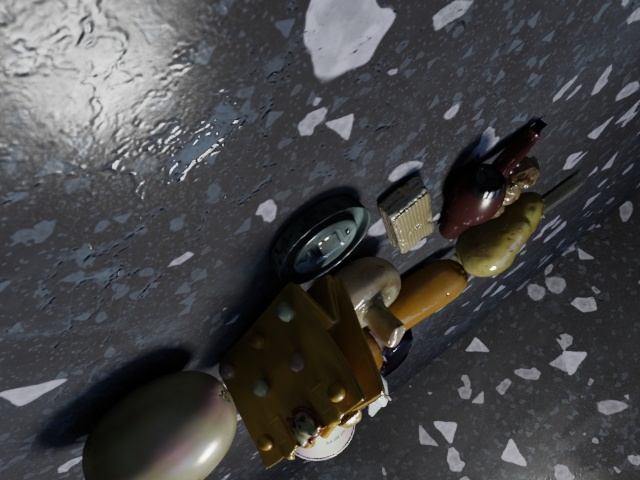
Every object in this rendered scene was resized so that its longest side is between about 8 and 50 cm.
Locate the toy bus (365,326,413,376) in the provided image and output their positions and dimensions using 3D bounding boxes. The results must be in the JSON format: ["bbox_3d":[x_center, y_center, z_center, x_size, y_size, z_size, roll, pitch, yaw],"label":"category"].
[{"bbox_3d":[0.201,0.332,1.852,0.127,0.147,0.303,-40,156,-19],"label":"toy bus"}]

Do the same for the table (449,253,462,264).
[{"bbox_3d":[0.431,0.102,1.883,0.083,0.062,0.079,-40,156,4],"label":"table"}]

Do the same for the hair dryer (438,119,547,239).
[{"bbox_3d":[0.430,-0.160,1.409,0.340,0.123,0.312,-45,169,-13],"label":"hair dryer"}]

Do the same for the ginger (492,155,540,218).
[{"bbox_3d":[0.488,-0.136,1.511,0.204,0.080,0.104,-52,-168,46],"label":"ginger"}]

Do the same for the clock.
[{"bbox_3d":[0.000,0.000,1.106,0.215,0.042,0.215,-31,155,-16],"label":"clock"}]

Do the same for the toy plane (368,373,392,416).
[{"bbox_3d":[0.127,0.434,1.830,0.117,0.244,0.245,-43,159,-20],"label":"toy plane"}]

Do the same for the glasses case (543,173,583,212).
[{"bbox_3d":[0.818,-0.150,2.011,0.205,0.047,0.071,-35,160,-10],"label":"glasses case"}]

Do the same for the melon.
[{"bbox_3d":[-0.314,0.390,1.127,0.317,0.223,0.223,-34,157,2],"label":"melon"}]

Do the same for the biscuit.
[{"bbox_3d":[0.195,-0.051,1.272,0.108,0.062,0.239,-38,157,-2],"label":"biscuit"}]

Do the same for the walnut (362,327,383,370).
[{"bbox_3d":[0.070,0.318,1.585,0.298,0.203,0.203,8,129,-50],"label":"walnut"}]

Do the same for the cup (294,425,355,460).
[{"bbox_3d":[-0.012,0.521,1.791,0.253,0.253,0.274,-30,149,-20],"label":"cup"}]

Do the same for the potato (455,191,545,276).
[{"bbox_3d":[0.504,-0.028,1.627,0.296,0.191,0.141,-44,115,2],"label":"potato"}]

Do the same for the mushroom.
[{"bbox_3d":[0.114,0.151,1.328,0.207,0.215,0.207,-28,146,-21],"label":"mushroom"}]

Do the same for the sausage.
[{"bbox_3d":[0.293,0.160,1.699,0.354,0.134,0.116,-33,159,-13],"label":"sausage"}]

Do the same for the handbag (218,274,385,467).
[{"bbox_3d":[-0.053,0.277,1.175,0.133,0.283,0.401,-10,153,-42],"label":"handbag"}]
